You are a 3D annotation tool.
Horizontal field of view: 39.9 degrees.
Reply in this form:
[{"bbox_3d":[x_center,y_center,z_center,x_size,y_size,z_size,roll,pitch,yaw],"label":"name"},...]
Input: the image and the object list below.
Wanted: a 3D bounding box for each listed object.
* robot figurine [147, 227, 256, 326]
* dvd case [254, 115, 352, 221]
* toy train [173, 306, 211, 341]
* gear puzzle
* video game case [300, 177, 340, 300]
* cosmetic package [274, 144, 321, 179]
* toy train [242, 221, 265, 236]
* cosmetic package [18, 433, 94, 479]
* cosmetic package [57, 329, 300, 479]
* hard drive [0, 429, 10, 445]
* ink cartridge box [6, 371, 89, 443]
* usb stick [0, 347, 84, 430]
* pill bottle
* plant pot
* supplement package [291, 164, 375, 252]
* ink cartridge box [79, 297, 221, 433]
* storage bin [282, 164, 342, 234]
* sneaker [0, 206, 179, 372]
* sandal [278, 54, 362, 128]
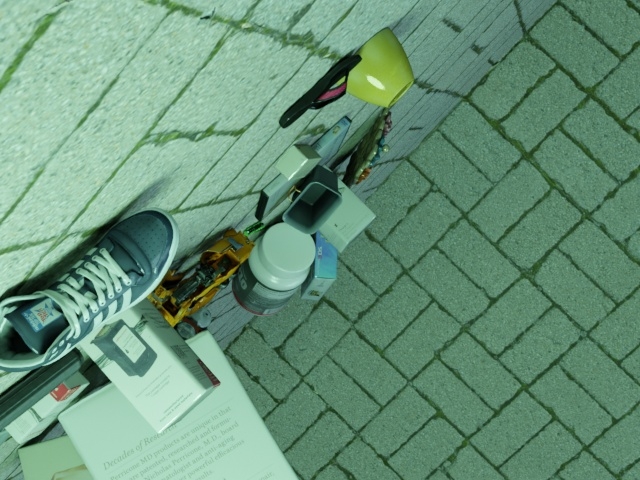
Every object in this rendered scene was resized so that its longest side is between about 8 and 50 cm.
[{"bbox_3d":[-0.253,0.088,1.749,0.211,0.085,0.291,-49,174,35],"label":"robot figurine"},{"bbox_3d":[-0.039,-0.151,1.896,0.253,0.022,0.180,-44,175,-17],"label":"dvd case"},{"bbox_3d":[-0.377,0.282,2.106,0.334,0.142,0.190,-51,-175,34],"label":"toy train"},{"bbox_3d":[0.104,-0.185,2.267,0.339,0.044,0.175,127,-17,-55],"label":"gear puzzle"},{"bbox_3d":[0.000,0.000,2.306,0.244,0.061,0.269,118,-24,-72],"label":"video game case"},{"bbox_3d":[-0.043,-0.155,1.733,0.060,0.041,0.115,-46,175,13],"label":"cosmetic package"},{"bbox_3d":[-0.153,-0.026,2.021,0.024,0.017,0.083,-37,179,25],"label":"toy train"},{"bbox_3d":[-0.504,0.489,1.983,0.296,0.129,0.153,-15,167,-7],"label":"cosmetic package"},{"bbox_3d":[-0.268,0.435,1.775,0.327,0.393,0.329,-31,175,-13],"label":"cosmetic package"},{"bbox_3d":[-0.596,0.362,1.550,0.094,0.022,0.135,-46,175,8],"label":"hard drive"},{"bbox_3d":[-0.495,0.290,1.583,0.135,0.056,0.099,-45,175,2],"label":"ink cartridge box"},{"bbox_3d":[-0.502,0.270,1.435,0.278,0.045,0.077,-41,173,-40],"label":"usb stick"},{"bbox_3d":[-0.120,0.073,2.254,0.161,0.161,0.283,-42,174,-31],"label":"pill bottle"},{"bbox_3d":[0.108,-0.290,1.548,0.134,0.095,0.134,-44,175,-5],"label":"plant pot"},{"bbox_3d":[0.030,-0.076,2.146,0.105,0.179,0.105,-44,175,-15],"label":"supplement package"},{"bbox_3d":[-0.278,0.172,1.373,0.100,0.237,0.172,-42,175,-3],"label":"ink cartridge box"},{"bbox_3d":[-0.020,-0.098,1.918,0.135,0.098,0.091,-48,-158,33],"label":"storage bin"},{"bbox_3d":[-0.300,0.064,1.112,0.282,0.099,0.153,-42,177,1],"label":"sneaker"},{"bbox_3d":[0.007,-0.239,1.459,0.179,0.040,0.067,-44,175,-11],"label":"sandal"}]
